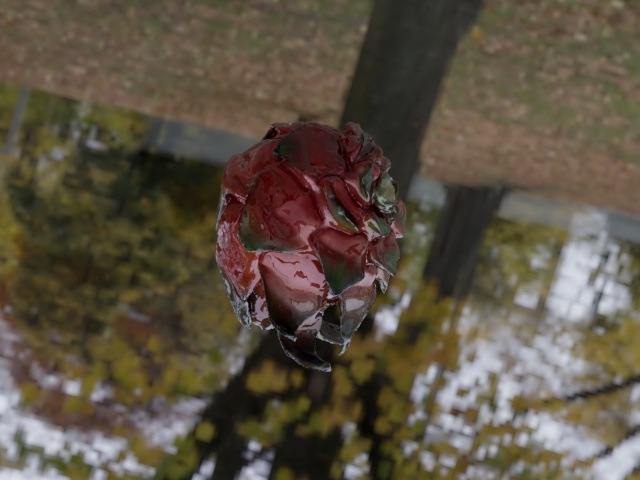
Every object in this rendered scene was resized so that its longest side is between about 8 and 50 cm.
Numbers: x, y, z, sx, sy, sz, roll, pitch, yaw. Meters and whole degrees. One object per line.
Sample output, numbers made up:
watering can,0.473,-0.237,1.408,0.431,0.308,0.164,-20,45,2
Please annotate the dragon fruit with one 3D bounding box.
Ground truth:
dragon fruit,-0.003,-0.003,0.987,0.130,0.142,0.121,14,-174,-36
